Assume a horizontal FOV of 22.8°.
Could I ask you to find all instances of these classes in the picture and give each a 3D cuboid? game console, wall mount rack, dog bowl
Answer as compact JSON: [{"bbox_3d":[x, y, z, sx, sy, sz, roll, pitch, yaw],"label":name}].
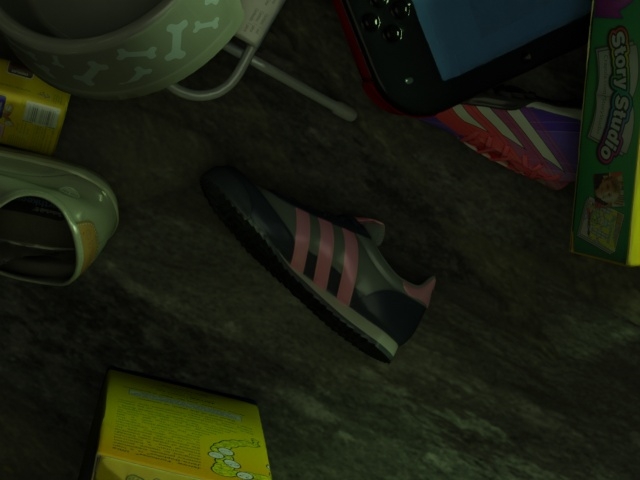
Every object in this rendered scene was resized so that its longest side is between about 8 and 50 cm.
[{"bbox_3d":[0.168,-0.347,1.784,0.386,0.060,0.342,-26,104,-26],"label":"game console"},{"bbox_3d":[-0.037,-0.299,1.815,0.304,0.130,0.350,29,96,-6],"label":"wall mount rack"},{"bbox_3d":[-0.229,-0.332,1.708,0.349,0.102,0.348,-4,77,18],"label":"dog bowl"}]

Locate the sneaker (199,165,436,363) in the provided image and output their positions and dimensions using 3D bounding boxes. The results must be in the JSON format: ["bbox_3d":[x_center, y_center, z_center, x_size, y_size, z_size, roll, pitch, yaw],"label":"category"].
[{"bbox_3d":[0.000,0.000,1.891,0.319,0.112,0.131,44,77,-14],"label":"sneaker"}]

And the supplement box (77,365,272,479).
[{"bbox_3d":[-0.175,0.296,1.786,0.195,0.356,0.194,14,99,-8],"label":"supplement box"}]

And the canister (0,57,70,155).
[{"bbox_3d":[-0.375,-0.161,1.802,0.170,0.126,0.073,15,64,-11],"label":"canister"}]

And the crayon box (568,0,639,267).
[{"bbox_3d":[0.449,-0.161,1.831,0.313,0.106,0.363,-3,102,-33],"label":"crayon box"}]

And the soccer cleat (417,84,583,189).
[{"bbox_3d":[0.247,-0.120,1.883,0.318,0.108,0.116,9,102,-10],"label":"soccer cleat"}]

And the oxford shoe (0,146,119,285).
[{"bbox_3d":[-0.455,-0.040,1.794,0.449,0.130,0.169,9,129,-7],"label":"oxford shoe"}]
